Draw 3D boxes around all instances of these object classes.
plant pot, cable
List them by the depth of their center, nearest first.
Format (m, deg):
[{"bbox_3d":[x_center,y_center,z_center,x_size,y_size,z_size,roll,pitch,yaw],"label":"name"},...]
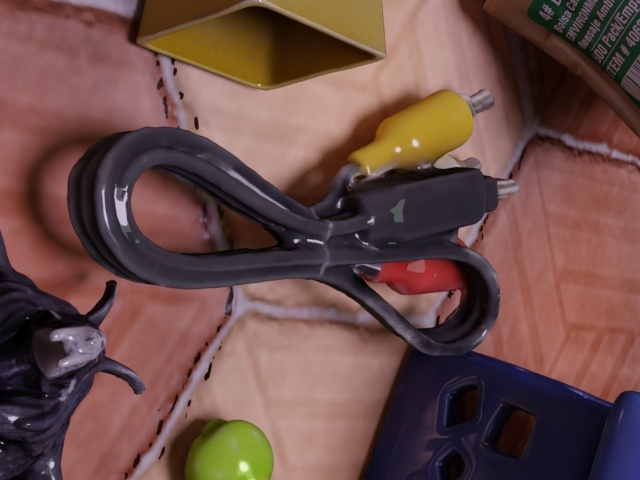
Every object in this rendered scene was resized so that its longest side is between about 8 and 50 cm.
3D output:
[{"bbox_3d":[-0.023,-0.123,0.501,0.081,0.081,0.083,14,75,-44],"label":"plant pot"},{"bbox_3d":[0.000,0.000,0.551,0.287,0.072,0.140,-9,103,-40],"label":"cable"},{"bbox_3d":[0.157,0.200,0.586,0.236,0.212,0.236,25,76,-24],"label":"plant pot"}]

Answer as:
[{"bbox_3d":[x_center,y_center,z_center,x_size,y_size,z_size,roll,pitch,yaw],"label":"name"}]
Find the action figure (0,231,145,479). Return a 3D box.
[{"bbox_3d":[-0.154,0.057,0.358,0.275,0.141,0.164,-13,93,-41],"label":"action figure"}]

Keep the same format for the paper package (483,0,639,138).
[{"bbox_3d":[0.292,-0.224,0.606,0.309,0.168,0.325,-24,154,-43],"label":"paper package"}]

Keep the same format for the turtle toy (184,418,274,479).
[{"bbox_3d":[-0.035,0.149,0.535,0.095,0.066,0.130,-10,102,-45],"label":"turtle toy"}]

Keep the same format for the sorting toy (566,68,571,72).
[{"bbox_3d":[0.148,-0.147,0.708,0.062,0.012,0.083,-11,100,-47],"label":"sorting toy"}]
